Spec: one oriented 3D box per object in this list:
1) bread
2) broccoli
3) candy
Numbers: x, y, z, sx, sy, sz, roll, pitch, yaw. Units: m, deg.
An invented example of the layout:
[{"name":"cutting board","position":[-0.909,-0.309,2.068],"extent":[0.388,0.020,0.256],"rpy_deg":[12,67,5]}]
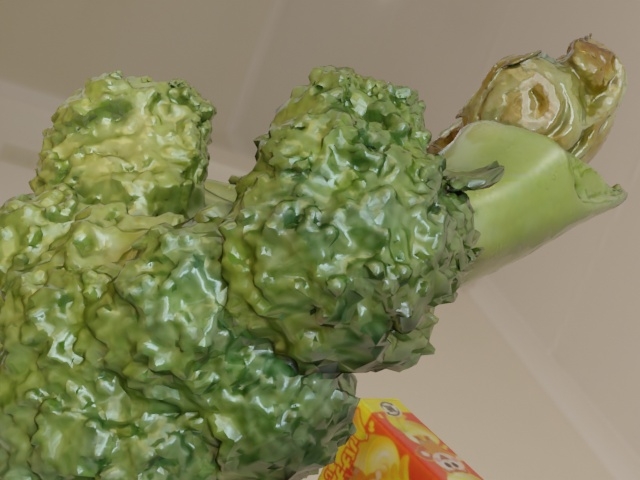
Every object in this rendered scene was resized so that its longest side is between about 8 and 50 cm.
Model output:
[{"name":"bread","position":[0.128,-0.070,0.838],"extent":[0.088,0.128,0.232],"rpy_deg":[62,-14,0]},{"name":"broccoli","position":[-0.026,-0.006,0.508],"extent":[0.302,0.186,0.254],"rpy_deg":[-38,176,0]},{"name":"candy","position":[0.124,0.328,1.514],"extent":[0.276,0.088,0.146],"rpy_deg":[39,-67,43]}]
